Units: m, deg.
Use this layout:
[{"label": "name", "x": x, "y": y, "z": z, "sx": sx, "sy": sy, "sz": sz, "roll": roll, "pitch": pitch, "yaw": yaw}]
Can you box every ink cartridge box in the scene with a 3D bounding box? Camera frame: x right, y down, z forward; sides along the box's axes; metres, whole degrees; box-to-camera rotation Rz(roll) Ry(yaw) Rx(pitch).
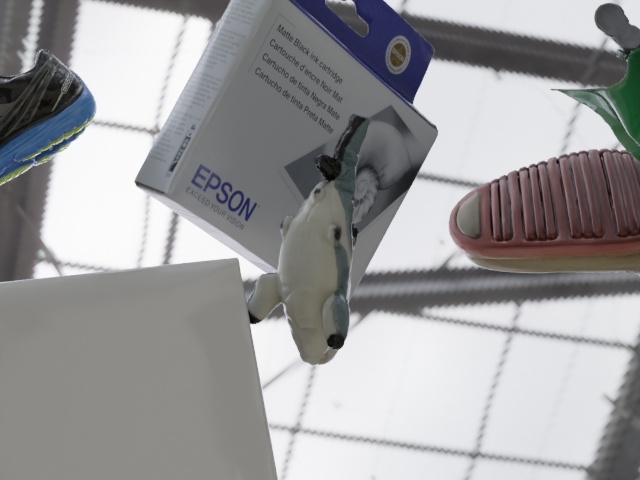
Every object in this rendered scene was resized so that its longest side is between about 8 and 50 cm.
[{"label": "ink cartridge box", "x": -0.004, "y": -0.087, "z": 1.282, "sx": 0.223, "sy": 0.045, "sz": 0.224, "roll": 35, "pitch": -102, "yaw": -48}]

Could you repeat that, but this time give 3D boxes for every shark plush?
[{"label": "shark plush", "x": 0.000, "y": 0.000, "z": 1.145, "sx": 0.067, "sy": 0.073, "sz": 0.161, "roll": 3, "pitch": -91, "yaw": -59}]

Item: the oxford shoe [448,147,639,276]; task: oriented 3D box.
[{"label": "oxford shoe", "x": 0.280, "y": 0.005, "z": 1.454, "sx": 0.348, "sy": 0.123, "sz": 0.130, "roll": -3, "pitch": -48, "yaw": 9}]

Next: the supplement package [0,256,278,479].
[{"label": "supplement package", "x": -0.134, "y": 0.151, "z": 1.149, "sx": 0.177, "sy": 0.175, "sz": 0.293, "roll": -6, "pitch": -23, "yaw": -11}]

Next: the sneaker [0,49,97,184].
[{"label": "sneaker", "x": -0.242, "y": -0.069, "z": 1.199, "sx": 0.188, "sy": 0.078, "sz": 0.067, "roll": -30, "pitch": -11, "yaw": -24}]

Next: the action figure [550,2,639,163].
[{"label": "action figure", "x": 0.224, "y": -0.074, "z": 1.056, "sx": 0.137, "sy": 0.063, "sz": 0.232, "roll": -21, "pitch": -31, "yaw": 13}]
